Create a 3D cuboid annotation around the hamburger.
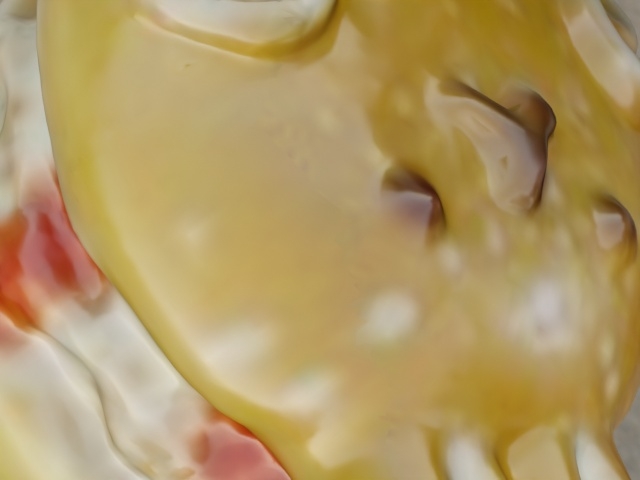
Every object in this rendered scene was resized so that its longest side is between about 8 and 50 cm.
[{"bbox_3d":[0.000,0.000,0.587,0.261,0.186,0.303,19,58,-36],"label":"hamburger"}]
